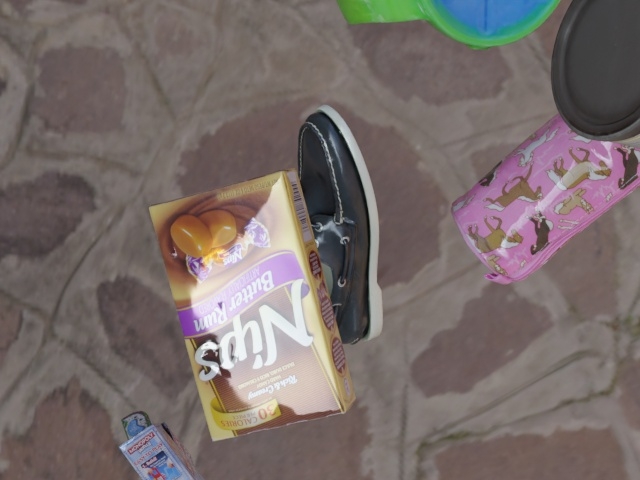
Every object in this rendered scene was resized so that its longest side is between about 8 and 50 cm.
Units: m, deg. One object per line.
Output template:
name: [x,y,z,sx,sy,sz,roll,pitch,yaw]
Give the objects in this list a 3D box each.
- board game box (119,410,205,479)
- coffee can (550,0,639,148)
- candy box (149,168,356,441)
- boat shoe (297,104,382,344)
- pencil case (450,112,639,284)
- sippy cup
board game box: [-0.220,0.318,1.725,0.060,0.194,0.194,-34,118,-4]
coffee can: [0.431,-0.187,1.369,0.275,0.201,0.201,10,67,-30]
candy box: [-0.050,0.048,0.915,0.109,0.053,0.186,-15,94,13]
boat shoe: [-0.002,-0.002,1.502,0.113,0.340,0.127,-22,41,-19]
pencil case: [0.378,-0.098,1.809,0.386,0.167,0.160,-39,110,15]
sippy cup: [0.169,-0.378,1.545,0.306,0.224,0.240,4,106,-26]
